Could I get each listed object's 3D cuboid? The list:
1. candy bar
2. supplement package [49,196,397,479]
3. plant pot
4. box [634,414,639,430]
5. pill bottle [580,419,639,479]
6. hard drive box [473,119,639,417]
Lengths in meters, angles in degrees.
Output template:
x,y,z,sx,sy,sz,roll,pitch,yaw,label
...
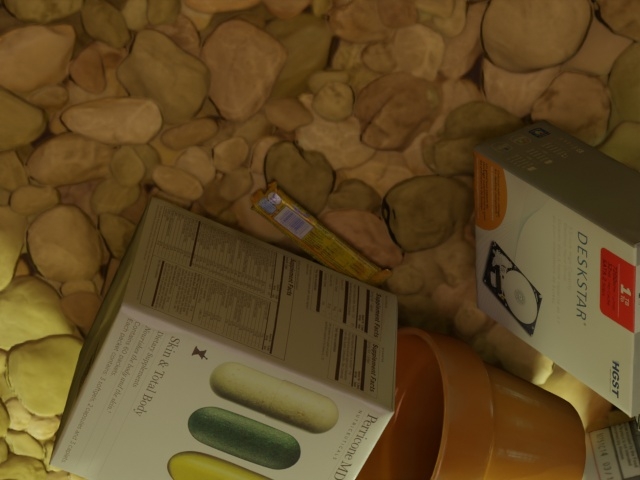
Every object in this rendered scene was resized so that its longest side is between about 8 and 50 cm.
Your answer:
x,y,z,sx,sy,sz,roll,pitch,yaw,label
0.000,0.000,1.830,0.161,0.018,0.040,38,113,-20,candy bar
-0.086,0.129,1.789,0.263,0.198,0.199,22,119,-9,supplement package
0.148,0.200,1.858,0.188,0.205,0.205,12,119,-26,plant pot
0.399,0.121,1.816,0.220,0.175,0.051,4,120,-3,box
0.407,0.236,1.888,0.283,0.161,0.161,-16,118,8,pill bottle
0.241,0.020,1.719,0.089,0.232,0.181,-20,123,-26,hard drive box
